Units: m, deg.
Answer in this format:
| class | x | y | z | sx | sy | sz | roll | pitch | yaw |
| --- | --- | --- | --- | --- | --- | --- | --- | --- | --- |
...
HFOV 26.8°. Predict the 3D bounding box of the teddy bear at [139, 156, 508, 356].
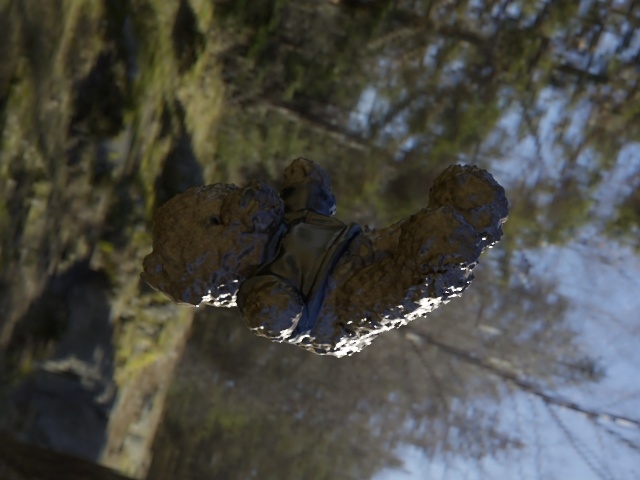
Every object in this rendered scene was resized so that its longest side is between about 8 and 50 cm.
| class | x | y | z | sx | sy | sz | roll | pitch | yaw |
| --- | --- | --- | --- | --- | --- | --- | --- | --- | --- |
| teddy bear | 0.002 | 0.019 | 0.953 | 0.182 | 0.251 | 0.129 | -59 | 151 | -65 |
